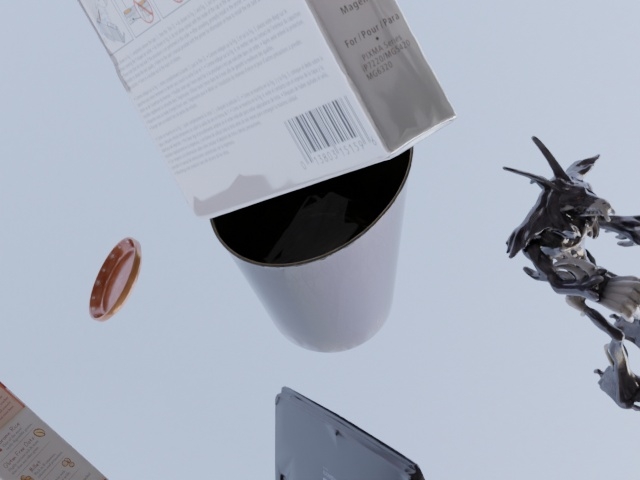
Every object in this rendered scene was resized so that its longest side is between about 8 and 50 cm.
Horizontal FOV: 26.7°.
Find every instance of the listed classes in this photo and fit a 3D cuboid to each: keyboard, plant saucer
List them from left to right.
[{"bbox_3d":[-0.187,0.037,1.242,0.013,0.083,0.083,27,-104,-26],"label":"plant saucer"},{"bbox_3d":[0.024,0.245,1.115,0.033,0.317,0.201,-2,-83,-20],"label":"keyboard"}]

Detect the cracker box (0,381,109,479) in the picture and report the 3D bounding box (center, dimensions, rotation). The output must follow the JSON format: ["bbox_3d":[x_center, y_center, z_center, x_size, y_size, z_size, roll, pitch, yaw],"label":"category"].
[{"bbox_3d":[-0.254,0.220,1.179,0.232,0.156,0.067,42,-122,-2],"label":"cracker box"}]

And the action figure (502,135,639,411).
[{"bbox_3d":[0.280,0.023,1.292,0.164,0.141,0.275,-50,-58,-33],"label":"action figure"}]

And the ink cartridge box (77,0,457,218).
[{"bbox_3d":[-0.062,-0.143,0.843,0.060,0.275,0.239,-32,-81,-28],"label":"ink cartridge box"}]

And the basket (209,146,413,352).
[{"bbox_3d":[0.000,0.000,1.253,0.154,0.227,0.204,35,-113,23],"label":"basket"}]
